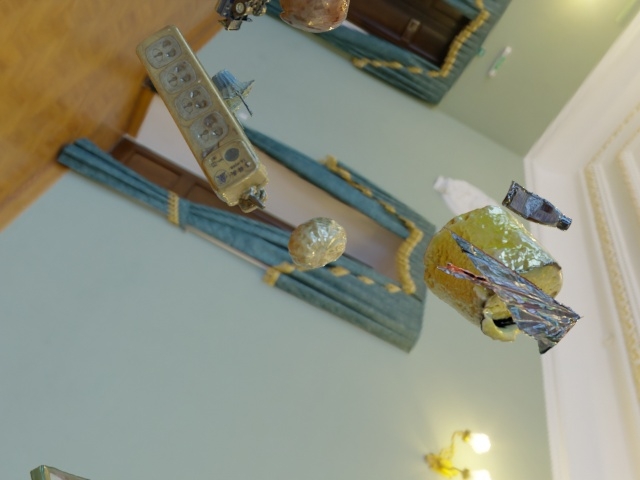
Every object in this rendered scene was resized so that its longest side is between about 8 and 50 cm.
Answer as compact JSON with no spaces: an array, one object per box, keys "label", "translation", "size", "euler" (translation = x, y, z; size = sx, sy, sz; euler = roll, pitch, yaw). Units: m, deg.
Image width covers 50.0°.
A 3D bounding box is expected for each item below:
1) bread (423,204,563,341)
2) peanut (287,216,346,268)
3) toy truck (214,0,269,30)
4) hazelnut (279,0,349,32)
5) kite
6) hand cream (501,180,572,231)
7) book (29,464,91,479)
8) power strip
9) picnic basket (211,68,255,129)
[{"label":"bread","translation":[0.279,0.053,1.117],"size":[0.197,0.197,0.170],"euler":[-60,-144,18]},{"label":"peanut","translation":[0.000,0.000,1.215],"size":[0.094,0.083,0.194],"euler":[-18,-177,18]},{"label":"toy truck","translation":[-0.137,-0.502,1.329],"size":[0.074,0.088,0.201],"euler":[-25,152,-56]},{"label":"hazelnut","translation":[-0.008,-0.283,0.812],"size":[0.086,0.086,0.086],"euler":[-61,-175,10]},{"label":"kite","translation":[0.198,0.052,0.722],"size":[0.009,0.189,0.232],"euler":[-63,-158,21]},{"label":"hand cream","translation":[0.477,-0.069,1.513],"size":[0.062,0.163,0.039],"euler":[-63,-173,-1]},{"label":"book","translation":[-0.303,0.454,0.924],"size":[0.026,0.289,0.201],"euler":[-25,150,-4]},{"label":"power strip","translation":[-0.142,-0.151,0.819],"size":[0.064,0.305,0.044],"euler":[-32,155,0]},{"label":"picnic basket","translation":[-0.125,-0.202,0.986],"size":[0.083,0.083,0.065],"euler":[-36,179,-25]}]
